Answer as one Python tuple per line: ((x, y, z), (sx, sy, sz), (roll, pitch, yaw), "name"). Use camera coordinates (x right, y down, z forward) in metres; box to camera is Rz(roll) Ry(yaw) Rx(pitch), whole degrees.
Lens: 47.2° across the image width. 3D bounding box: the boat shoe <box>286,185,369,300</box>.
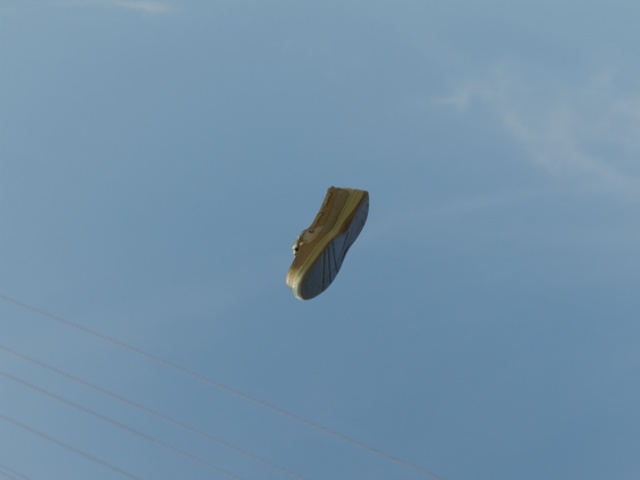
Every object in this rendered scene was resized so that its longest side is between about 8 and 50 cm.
((0.000, -0.002, 0.709), (0.048, 0.056, 0.153), (16, -133, 19), "boat shoe")
